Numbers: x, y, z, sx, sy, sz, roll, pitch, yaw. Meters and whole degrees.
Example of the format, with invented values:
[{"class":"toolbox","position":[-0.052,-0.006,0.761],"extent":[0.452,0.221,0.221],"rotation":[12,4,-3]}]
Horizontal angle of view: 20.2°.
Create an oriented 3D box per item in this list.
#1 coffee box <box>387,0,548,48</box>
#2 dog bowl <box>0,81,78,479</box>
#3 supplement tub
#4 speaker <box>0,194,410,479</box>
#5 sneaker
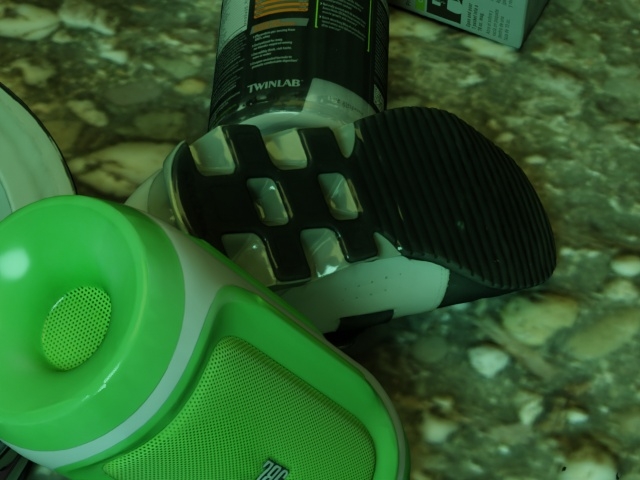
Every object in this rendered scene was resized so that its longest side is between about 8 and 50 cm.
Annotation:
[{"class":"coffee box","position":[0.048,-0.280,1.326],"extent":[0.297,0.119,0.168],"rotation":[21,54,15]},{"class":"dog bowl","position":[-0.332,0.061,1.022],"extent":[0.408,0.150,0.408],"rotation":[1,51,-1]},{"class":"supplement tub","position":[-0.012,-0.116,1.193],"extent":[0.117,0.117,0.190],"rotation":[3,50,1]},{"class":"speaker","position":[-0.059,0.082,0.906],"extent":[0.131,0.296,0.131],"rotation":[-11,65,23]},{"class":"sneaker","position":[0.000,0.000,1.078],"extent":[0.330,0.146,0.122],"rotation":[2,64,-42]}]
